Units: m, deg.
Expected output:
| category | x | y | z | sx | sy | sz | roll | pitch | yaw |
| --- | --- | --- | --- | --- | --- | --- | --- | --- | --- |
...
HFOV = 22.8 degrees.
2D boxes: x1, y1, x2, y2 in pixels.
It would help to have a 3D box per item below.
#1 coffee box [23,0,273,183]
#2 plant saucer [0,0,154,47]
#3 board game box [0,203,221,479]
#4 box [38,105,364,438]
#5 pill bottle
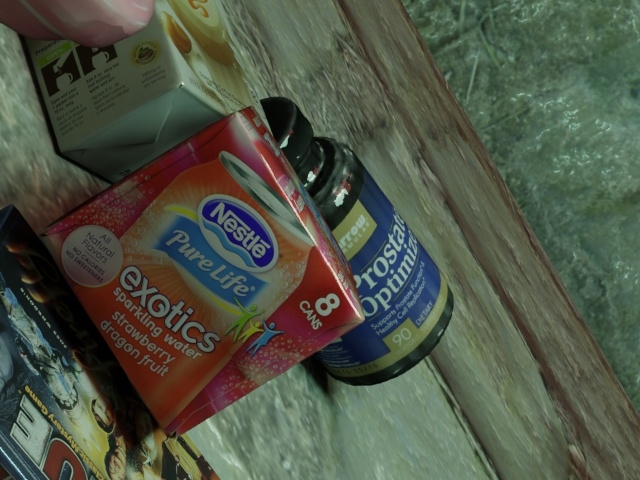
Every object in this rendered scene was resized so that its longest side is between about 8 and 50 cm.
| category | x | y | z | sx | sy | sz | roll | pitch | yaw |
| --- | --- | --- | --- | --- | --- | --- | --- | --- | --- |
| coffee box | -0.137 | -0.162 | 1.096 | 0.141 | 0.098 | 0.246 | 32 | 33 | -62 |
| plant saucer | -0.180 | -0.221 | 0.657 | 0.332 | 0.084 | 0.332 | 62 | 6 | -11 |
| board game box | -0.114 | 0.118 | 0.784 | 0.243 | 0.042 | 0.165 | 56 | 16 | -20 |
| box | -0.060 | 0.007 | 0.907 | 0.128 | 0.122 | 0.257 | 59 | 2 | -5 |
| pill bottle | 0.000 | 0.000 | 1.212 | 0.219 | 0.123 | 0.123 | 52 | 18 | -31 |
